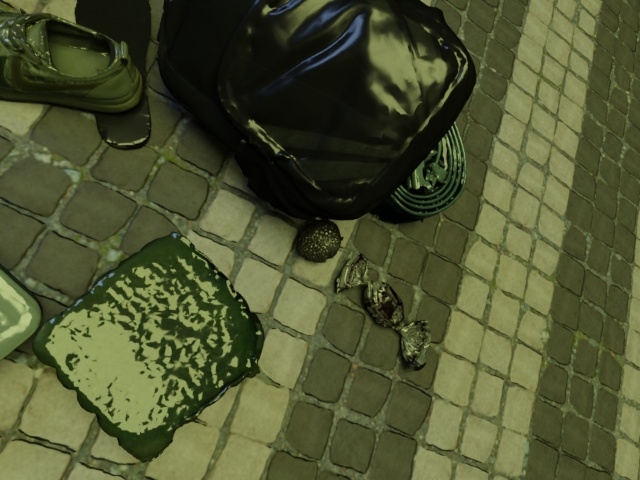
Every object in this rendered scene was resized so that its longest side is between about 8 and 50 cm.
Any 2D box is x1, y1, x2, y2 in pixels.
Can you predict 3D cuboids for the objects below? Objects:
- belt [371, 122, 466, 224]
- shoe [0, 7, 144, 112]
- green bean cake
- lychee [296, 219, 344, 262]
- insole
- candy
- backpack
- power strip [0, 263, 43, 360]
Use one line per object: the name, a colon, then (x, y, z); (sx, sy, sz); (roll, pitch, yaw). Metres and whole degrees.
belt: (0.157, -0.165, 0.805); (0.206, 0.116, 0.268); (-9, 85, -22)
shoe: (-0.380, -0.248, 0.580); (0.274, 0.098, 0.103); (4, 74, -18)
green bean cake: (-0.202, 0.129, 0.569); (0.227, 0.125, 0.222); (-42, 95, -28)
lychee: (0.000, 0.000, 0.726); (0.083, 0.068, 0.067); (-16, 44, -24)
insole: (-0.306, -0.286, 0.673); (0.110, 0.012, 0.310); (-7, 82, -24)
candy: (0.114, 0.123, 0.757); (0.094, 0.051, 0.226); (-42, 98, -24)
backpack: (-0.036, -0.248, 0.641); (0.445, 0.255, 0.363); (40, 101, -3)
power strip: (-0.483, 0.068, 0.467); (0.229, 0.141, 0.261); (-47, 114, -25)
